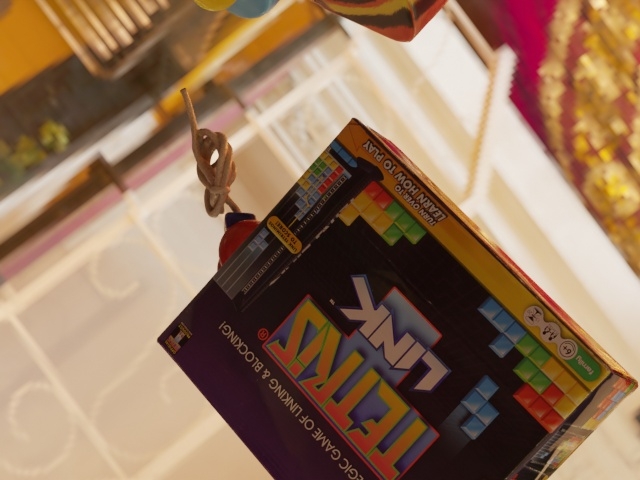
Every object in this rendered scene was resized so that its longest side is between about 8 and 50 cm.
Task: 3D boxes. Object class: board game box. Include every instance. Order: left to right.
[{"bbox_3d":[0.029,0.053,0.727,0.141,0.170,0.048,-48,153,8],"label":"board game box"}]

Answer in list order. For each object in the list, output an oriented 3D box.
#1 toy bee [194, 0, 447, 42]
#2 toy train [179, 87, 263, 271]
[{"bbox_3d":[-0.058,-0.234,1.120,0.298,0.162,0.195,3,-132,18],"label":"toy bee"},{"bbox_3d":[0.000,0.000,1.113,0.143,0.248,0.105,-12,172,-6],"label":"toy train"}]
